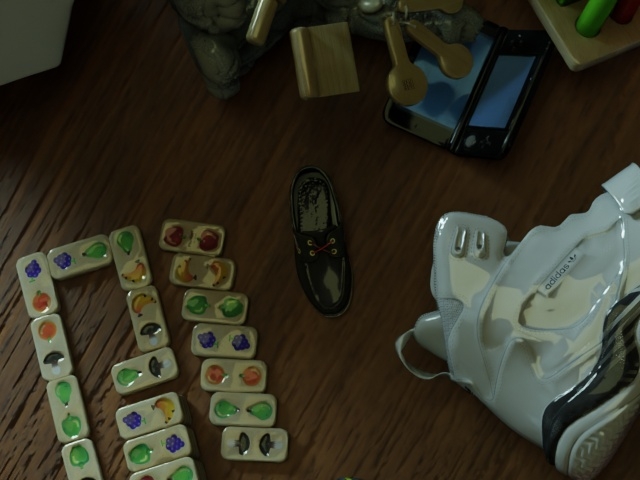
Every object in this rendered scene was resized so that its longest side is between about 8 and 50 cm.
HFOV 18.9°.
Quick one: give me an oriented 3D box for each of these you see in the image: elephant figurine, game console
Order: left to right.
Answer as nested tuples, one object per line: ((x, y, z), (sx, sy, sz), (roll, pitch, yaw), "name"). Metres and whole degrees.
((-0.011, -0.231, 1.673), (0.239, 0.169, 0.186), (-23, 113, -3), "elephant figurine")
((0.128, -0.140, 1.653), (0.107, 0.071, 0.122), (11, 75, 58), "game console")

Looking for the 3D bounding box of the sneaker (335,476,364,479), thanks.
((0.085, 0.316, 1.542), (0.111, 0.121, 0.300), (-53, 52, 31), "sneaker")

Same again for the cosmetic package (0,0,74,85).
((-0.397, -0.349, 1.663), (0.161, 0.230, 0.453), (-25, 59, -36), "cosmetic package")

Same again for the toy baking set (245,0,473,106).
((0.048, -0.227, 1.603), (0.197, 0.030, 0.256), (17, 80, -17), "toy baking set")

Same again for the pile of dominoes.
((-0.149, 0.101, 1.662), (0.196, 0.040, 0.251), (-18, 75, 5), "pile of dominoes")

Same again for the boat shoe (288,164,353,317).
((-0.002, 0.000, 1.661), (0.049, 0.042, 0.133), (-10, 77, 5), "boat shoe")

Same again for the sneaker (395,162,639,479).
((0.217, -0.006, 1.573), (0.210, 0.137, 0.366), (27, 86, 12), "sneaker")

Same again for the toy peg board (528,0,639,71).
((0.251, -0.252, 1.630), (0.161, 0.079, 0.161), (-23, 73, -19), "toy peg board")
